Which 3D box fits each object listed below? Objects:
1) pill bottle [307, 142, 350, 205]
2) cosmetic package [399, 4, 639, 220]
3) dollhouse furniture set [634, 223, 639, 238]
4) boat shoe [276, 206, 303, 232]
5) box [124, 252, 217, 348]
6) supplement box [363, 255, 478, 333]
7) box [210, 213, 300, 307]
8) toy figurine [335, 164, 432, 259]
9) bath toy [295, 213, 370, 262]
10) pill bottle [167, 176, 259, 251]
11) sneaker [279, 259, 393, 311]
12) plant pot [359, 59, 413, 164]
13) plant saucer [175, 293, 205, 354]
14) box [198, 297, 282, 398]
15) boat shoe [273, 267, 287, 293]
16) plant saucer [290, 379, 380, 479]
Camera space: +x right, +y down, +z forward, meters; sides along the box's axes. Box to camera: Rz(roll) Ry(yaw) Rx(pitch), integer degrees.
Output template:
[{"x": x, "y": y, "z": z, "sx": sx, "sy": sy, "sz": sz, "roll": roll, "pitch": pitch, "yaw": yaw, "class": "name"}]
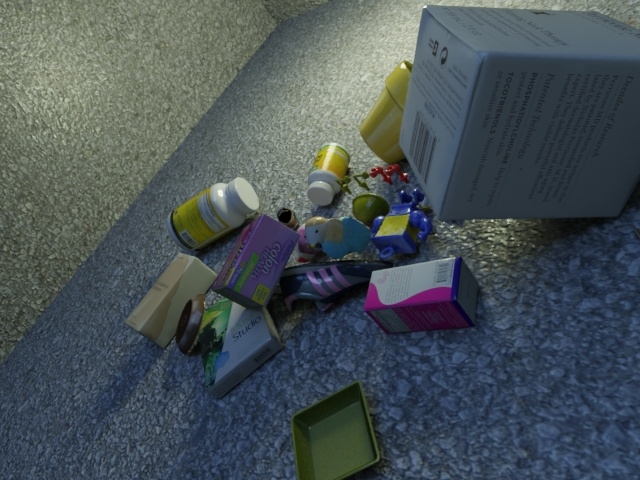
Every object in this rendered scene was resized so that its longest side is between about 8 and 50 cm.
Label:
[{"x": 0.023, "y": -0.222, "z": 1.675, "sx": 0.117, "sy": 0.117, "sz": 0.208, "roll": -13, "pitch": 44, "yaw": 36, "class": "pill bottle"}, {"x": 0.407, "y": -0.263, "z": 1.007, "sx": 0.393, "sy": 0.327, "sz": 0.329, "roll": -2, "pitch": 38, "yaw": -9, "class": "cosmetic package"}, {"x": 0.622, "y": 0.000, "z": 0.883, "sx": 0.076, "sy": 0.058, "sz": 0.152, "roll": -24, "pitch": 38, "yaw": 24, "class": "dollhouse furniture set"}, {"x": -0.114, "y": -0.082, "z": 1.702, "sx": 0.066, "sy": 0.066, "sz": 0.183, "roll": -44, "pitch": 34, "yaw": -3, "class": "boat shoe"}, {"x": -0.521, "y": 0.205, "z": 1.743, "sx": 0.148, "sy": 0.121, "sz": 0.311, "roll": 6, "pitch": 57, "yaw": 49, "class": "box"}, {"x": 0.221, "y": 0.125, "z": 1.097, "sx": 0.220, "sy": 0.114, "sz": 0.111, "roll": -12, "pitch": 45, "yaw": 35, "class": "supplement box"}, {"x": -0.185, "y": 0.064, "z": 1.367, "sx": 0.214, "sy": 0.117, "sz": 0.243, "roll": -64, "pitch": 16, "yaw": -16, "class": "box"}, {"x": 0.169, "y": -0.052, "z": 1.292, "sx": 0.362, "sy": 0.191, "sz": 0.217, "roll": -4, "pitch": 54, "yaw": 44, "class": "toy figurine"}, {"x": 0.000, "y": 0.000, "z": 1.368, "sx": 0.129, "sy": 0.151, "sz": 0.348, "roll": -61, "pitch": 15, "yaw": -12, "class": "bath toy"}, {"x": -0.411, "y": -0.104, "z": 1.918, "sx": 0.334, "sy": 0.188, "sz": 0.188, "roll": -27, "pitch": 36, "yaw": 20, "class": "pill bottle"}, {"x": 0.043, "y": 0.119, "z": 1.316, "sx": 0.319, "sy": 0.112, "sz": 0.131, "roll": -7, "pitch": 89, "yaw": 25, "class": "sneaker"}, {"x": 0.257, "y": -0.371, "z": 1.520, "sx": 0.239, "sy": 0.254, "sz": 0.254, "roll": -43, "pitch": 30, "yaw": 29, "class": "plant pot"}, {"x": -0.421, "y": 0.261, "z": 1.585, "sx": 0.198, "sy": 0.036, "sz": 0.199, "roll": -48, "pitch": 30, "yaw": 41, "class": "plant saucer"}, {"x": -0.248, "y": 0.269, "z": 1.455, "sx": 0.232, "sy": 0.058, "sz": 0.322, "roll": -40, "pitch": 32, "yaw": 4, "class": "box"}, {"x": -0.093, "y": 0.118, "z": 1.451, "sx": 0.226, "sy": 0.076, "sz": 0.083, "roll": -11, "pitch": 45, "yaw": 38, "class": "boat shoe"}, {"x": 0.033, "y": 0.412, "z": 1.025, "sx": 0.188, "sy": 0.045, "sz": 0.188, "roll": -32, "pitch": 35, "yaw": 14, "class": "plant saucer"}]
